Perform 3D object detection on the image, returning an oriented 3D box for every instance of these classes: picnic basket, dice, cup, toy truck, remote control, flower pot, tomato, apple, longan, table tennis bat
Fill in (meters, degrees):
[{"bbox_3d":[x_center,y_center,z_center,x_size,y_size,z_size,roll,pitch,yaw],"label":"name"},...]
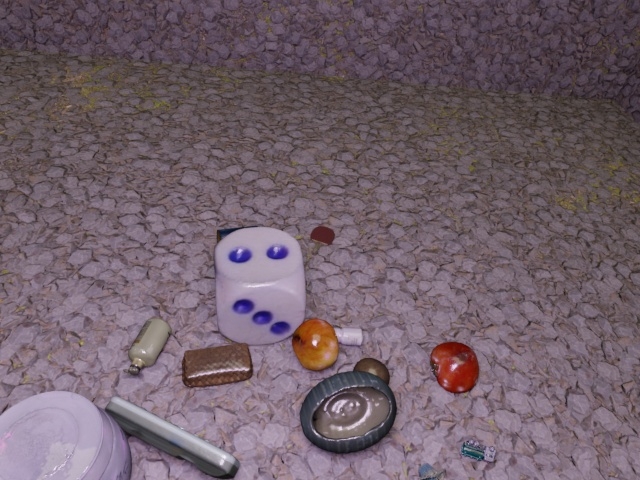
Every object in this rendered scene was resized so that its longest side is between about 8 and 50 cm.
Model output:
[{"bbox_3d":[-0.286,0.341,1.316,0.194,0.054,0.110,-6,46,-12],"label":"picnic basket"},{"bbox_3d":[-0.182,0.134,1.402,0.252,0.259,0.243,-4,43,-12],"label":"dice"},{"bbox_3d":[-0.278,-0.002,1.628,0.138,0.113,0.150,-9,48,-20],"label":"cup"},{"bbox_3d":[0.407,0.544,1.229,0.083,0.039,0.044,16,61,10],"label":"toy truck"},{"bbox_3d":[-0.351,0.469,1.122,0.336,0.128,0.065,21,58,12],"label":"remote control"},{"bbox_3d":[0.070,0.427,1.190,0.243,0.157,0.189,-13,72,-3],"label":"flower pot"},{"bbox_3d":[0.396,0.353,1.386,0.139,0.091,0.159,2,42,-9],"label":"tomato"},{"bbox_3d":[-0.018,0.295,1.347,0.147,0.146,0.146,5,44,-4],"label":"apple"},{"bbox_3d":[0.272,0.584,1.153,0.083,0.065,0.083,-8,25,-23],"label":"picnic basket"},{"bbox_3d":[0.142,0.375,1.325,0.106,0.106,0.119,29,9,20],"label":"longan"},{"bbox_3d":[0.000,0.000,1.744,0.087,0.013,0.156,18,43,6],"label":"table tennis bat"}]

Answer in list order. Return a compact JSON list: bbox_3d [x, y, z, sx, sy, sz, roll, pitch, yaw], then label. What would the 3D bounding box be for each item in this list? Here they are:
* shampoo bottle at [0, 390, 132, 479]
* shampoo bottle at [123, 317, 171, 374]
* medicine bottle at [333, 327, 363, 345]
[{"bbox_3d":[-0.543,0.472,0.987,0.273,0.266,0.272,4,45,-4],"label":"shampoo bottle"},{"bbox_3d":[-0.478,0.296,1.312,0.079,0.079,0.162,13,44,4],"label":"shampoo bottle"},{"bbox_3d":[0.080,0.288,1.429,0.089,0.052,0.052,4,44,-5],"label":"medicine bottle"}]
